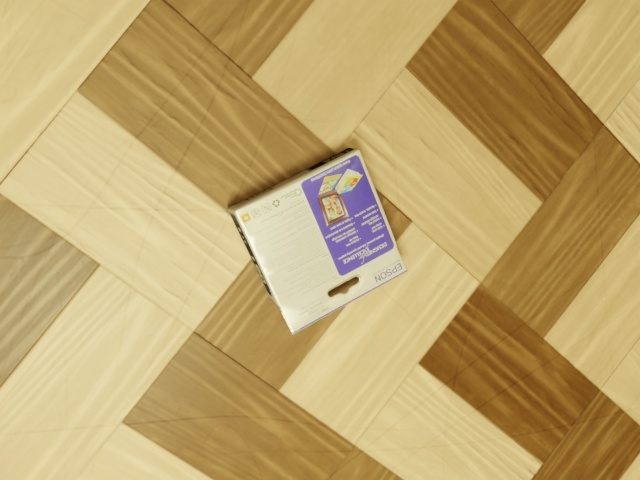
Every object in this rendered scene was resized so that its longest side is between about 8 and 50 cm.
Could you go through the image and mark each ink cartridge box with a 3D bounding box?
[{"bbox_3d":[0.000,0.000,1.148,0.206,0.045,0.208,-27,107,-12],"label":"ink cartridge box"}]
